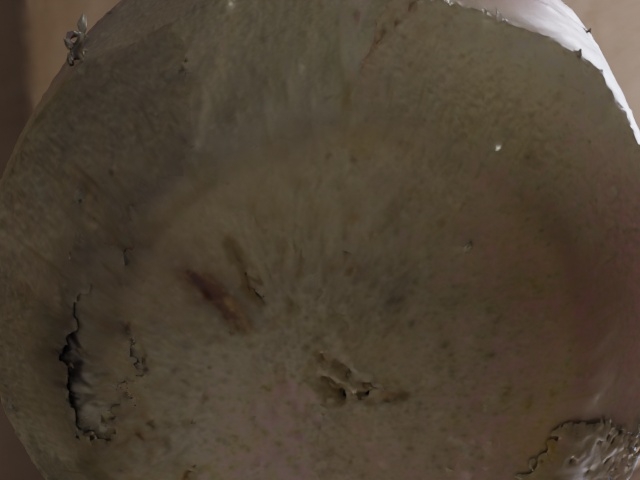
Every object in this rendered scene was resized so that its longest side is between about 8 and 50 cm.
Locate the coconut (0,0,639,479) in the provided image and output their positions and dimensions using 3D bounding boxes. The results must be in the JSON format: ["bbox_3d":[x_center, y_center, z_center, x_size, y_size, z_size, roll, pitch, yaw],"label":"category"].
[{"bbox_3d":[0.000,0.000,0.418,0.171,0.183,0.171,-1,-73,-2],"label":"coconut"}]
